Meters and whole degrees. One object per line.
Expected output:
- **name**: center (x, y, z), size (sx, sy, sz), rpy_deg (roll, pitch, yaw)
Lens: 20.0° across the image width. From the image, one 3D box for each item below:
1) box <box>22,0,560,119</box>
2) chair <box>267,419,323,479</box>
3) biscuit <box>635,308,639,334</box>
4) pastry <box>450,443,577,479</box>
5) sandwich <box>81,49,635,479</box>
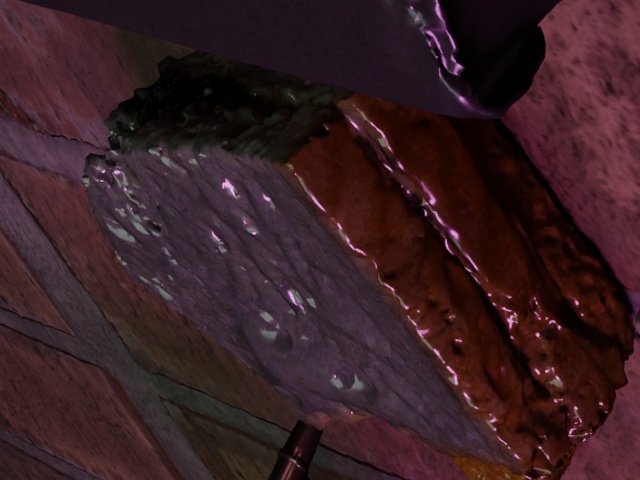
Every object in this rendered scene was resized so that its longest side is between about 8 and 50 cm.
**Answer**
- **box**: center (-0.044, -0.227, 0.663), size (0.345, 0.204, 0.251), rpy_deg (20, 148, 42)
- **chair**: center (0.054, 0.404, 1.344), size (0.362, 0.410, 0.364), rpy_deg (24, 151, 37)
- **biscuit**: center (0.268, 0.136, 1.015), size (0.133, 0.032, 0.250), rpy_deg (14, 143, 50)
- **pastry**: center (0.122, 0.129, 1.207), size (0.109, 0.057, 0.097), rpy_deg (7, 137, 52)
- **sandwich**: center (0.001, 0.000, 1.084), size (0.262, 0.131, 0.325), rpy_deg (52, 157, -24)
